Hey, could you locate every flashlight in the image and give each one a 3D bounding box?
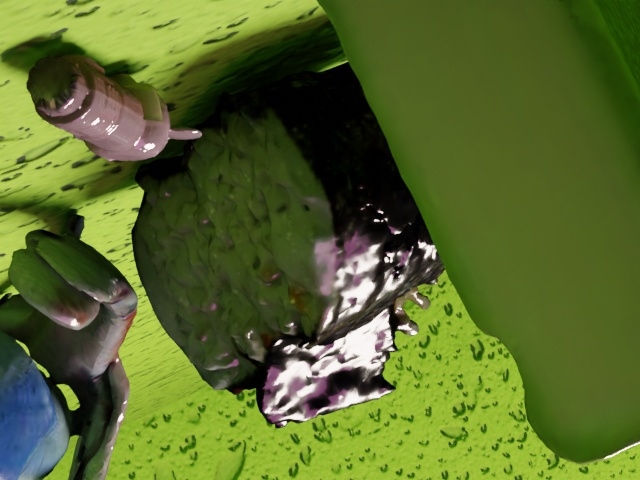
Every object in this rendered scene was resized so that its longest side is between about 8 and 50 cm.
[{"bbox_3d":[-0.080,-0.050,0.645,0.052,0.031,0.110,-1,173,11],"label":"flashlight"}]

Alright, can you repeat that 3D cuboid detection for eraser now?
[{"bbox_3d":[0.102,-0.033,0.676,0.092,0.210,0.274,-27,171,16],"label":"eraser"}]

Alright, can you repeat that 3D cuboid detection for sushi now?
[{"bbox_3d":[0.000,0.000,0.822,0.115,0.147,0.212,-20,168,-28],"label":"sushi"}]

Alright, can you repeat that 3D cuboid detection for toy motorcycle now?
[{"bbox_3d":[-0.203,0.089,0.886,0.182,0.241,0.319,16,180,2],"label":"toy motorcycle"}]
